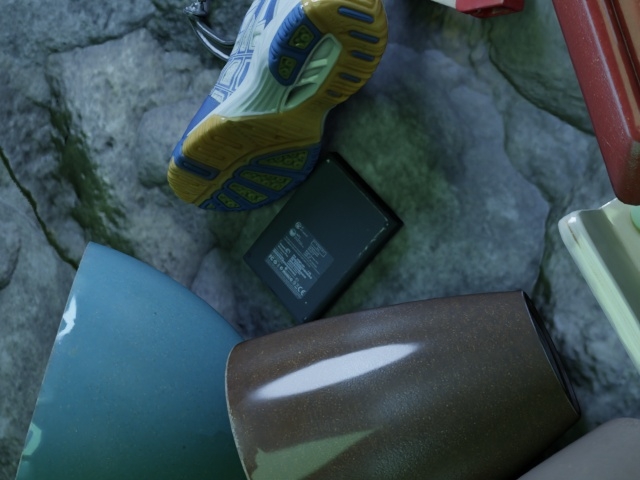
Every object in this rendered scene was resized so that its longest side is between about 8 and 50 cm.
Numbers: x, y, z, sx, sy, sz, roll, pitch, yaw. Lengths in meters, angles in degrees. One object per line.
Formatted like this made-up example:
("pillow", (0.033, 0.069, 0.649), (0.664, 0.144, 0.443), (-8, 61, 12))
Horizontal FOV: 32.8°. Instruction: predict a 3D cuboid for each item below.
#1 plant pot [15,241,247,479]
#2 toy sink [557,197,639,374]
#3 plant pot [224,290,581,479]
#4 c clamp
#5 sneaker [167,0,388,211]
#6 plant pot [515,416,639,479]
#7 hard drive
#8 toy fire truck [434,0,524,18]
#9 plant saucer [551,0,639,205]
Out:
("plant pot", (-0.148, 0.166, 0.959), (0.195, 0.290, 0.290), (16, 102, -9))
("toy sink", (0.276, 0.015, 0.710), (0.131, 0.234, 0.152), (-35, 75, 26))
("plant pot", (0.077, 0.133, 0.862), (0.230, 0.215, 0.215), (-26, 79, 13))
("c clamp", (-0.081, -0.253, 1.022), (0.137, 0.022, 0.160), (28, 104, 20))
("sneaker", (-0.037, -0.143, 0.962), (0.296, 0.112, 0.131), (-44, 36, 39))
("plant pot", (0.190, 0.254, 0.761), (0.263, 0.263, 0.229), (39, 69, 22))
("hard drive", (0.000, 0.000, 0.985), (0.094, 0.022, 0.135), (48, 113, 19))
("toy fire truck", (0.080, -0.260, 0.914), (0.192, 0.047, 0.135), (10, 99, 30))
("plant saucer", (0.232, -0.176, 0.560), (0.259, 0.048, 0.258), (-20, 83, 30))
